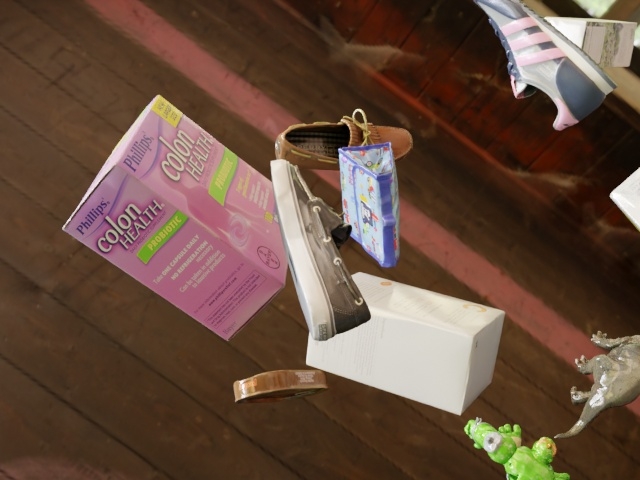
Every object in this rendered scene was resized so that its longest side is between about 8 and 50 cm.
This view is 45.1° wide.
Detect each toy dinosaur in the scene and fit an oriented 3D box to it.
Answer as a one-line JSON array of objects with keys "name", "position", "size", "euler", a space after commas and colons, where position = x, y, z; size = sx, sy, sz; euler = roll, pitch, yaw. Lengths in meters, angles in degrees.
[{"name": "toy dinosaur", "position": [0.520, 0.228, 1.334], "size": [0.313, 0.160, 0.121], "euler": [-25, -92, -19]}]

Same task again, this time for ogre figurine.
[{"name": "ogre figurine", "position": [0.290, 0.319, 1.069], "size": [0.197, 0.097, 0.118], "euler": [57, -178, 16]}]

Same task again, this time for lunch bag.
[{"name": "lunch bag", "position": [0.138, -0.084, 1.805], "size": [0.138, 0.221, 0.293], "euler": [-7, -159, -6]}]

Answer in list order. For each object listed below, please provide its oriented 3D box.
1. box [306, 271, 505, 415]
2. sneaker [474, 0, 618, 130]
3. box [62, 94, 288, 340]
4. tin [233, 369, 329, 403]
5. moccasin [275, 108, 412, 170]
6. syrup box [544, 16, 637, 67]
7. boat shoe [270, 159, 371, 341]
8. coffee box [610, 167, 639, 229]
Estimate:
[{"name": "box", "position": [0.176, 0.202, 1.604], "size": [0.345, 0.168, 0.215], "euler": [14, -165, 27]}, {"name": "sneaker", "position": [0.355, -0.327, 1.345], "size": [0.319, 0.131, 0.112], "euler": [50, -154, 24]}, {"name": "box", "position": [-0.162, -0.034, 0.977], "size": [0.243, 0.117, 0.213], "euler": [37, -154, -17]}, {"name": "tin", "position": [-0.063, 0.241, 1.278], "size": [0.189, 0.106, 0.040], "euler": [14, -117, -55]}, {"name": "moccasin", "position": [0.071, -0.266, 2.071], "size": [0.380, 0.147, 0.139], "euler": [3, -107, -14]}, {"name": "syrup box", "position": [0.559, -0.412, 1.606], "size": [0.096, 0.093, 0.237], "euler": [21, -155, 40]}, {"name": "boat shoe", "position": [0.000, 0.000, 0.838], "size": [0.076, 0.080, 0.228], "euler": [-13, -127, -7]}, {"name": "coffee box", "position": [0.790, -0.018, 1.342], "size": [0.334, 0.337, 0.338], "euler": [34, -159, -39]}]
